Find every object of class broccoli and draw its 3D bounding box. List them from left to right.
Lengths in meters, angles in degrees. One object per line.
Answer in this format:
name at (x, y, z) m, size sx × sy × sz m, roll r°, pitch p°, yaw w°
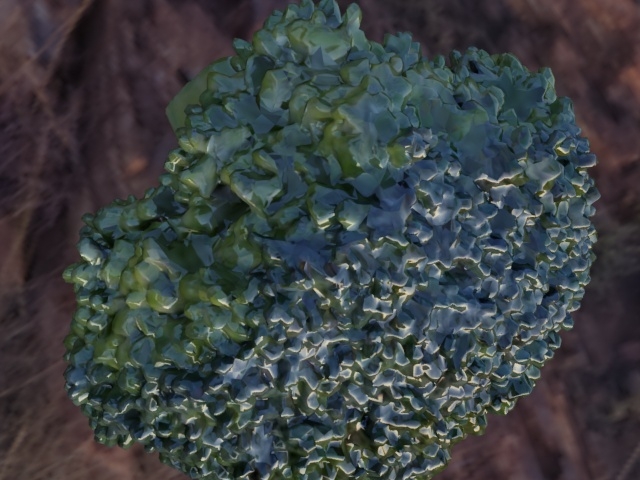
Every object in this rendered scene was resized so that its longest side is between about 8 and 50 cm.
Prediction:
broccoli at (0.014, 0.002, 0.871) m, size 0.288 × 0.235 × 0.259 m, roll 6°, pitch 68°, yaw -45°
